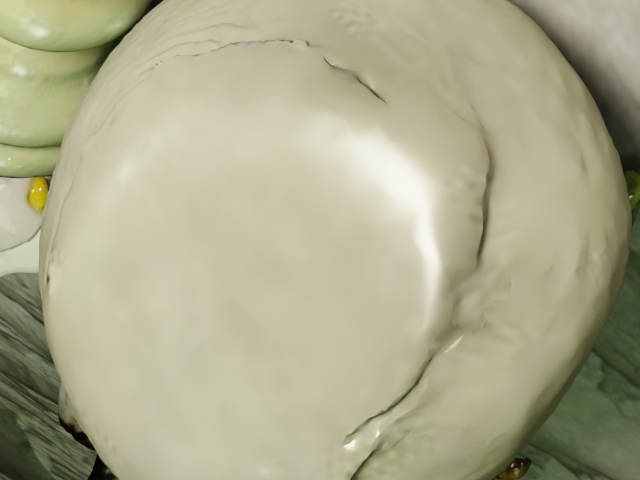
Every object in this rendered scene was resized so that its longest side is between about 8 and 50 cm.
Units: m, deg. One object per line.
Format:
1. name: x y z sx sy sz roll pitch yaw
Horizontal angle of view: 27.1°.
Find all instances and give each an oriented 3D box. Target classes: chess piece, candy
1. chess piece: -0.135 -0.131 0.653 0.133 0.133 0.243 34 153 -8
2. candy: 0.000 0.000 0.615 0.295 0.295 0.185 18 -173 29

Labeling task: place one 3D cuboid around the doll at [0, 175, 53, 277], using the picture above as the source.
1. doll: -0.308 -0.084 0.918 0.099 0.188 0.384 -28 137 24

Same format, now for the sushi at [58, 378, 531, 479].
1. sushi: -0.049 0.135 0.963 0.348 0.234 0.207 8 149 52

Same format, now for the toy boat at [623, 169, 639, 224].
1. toy boat: 0.062 0.036 0.736 0.293 0.108 0.099 -19 138 31
